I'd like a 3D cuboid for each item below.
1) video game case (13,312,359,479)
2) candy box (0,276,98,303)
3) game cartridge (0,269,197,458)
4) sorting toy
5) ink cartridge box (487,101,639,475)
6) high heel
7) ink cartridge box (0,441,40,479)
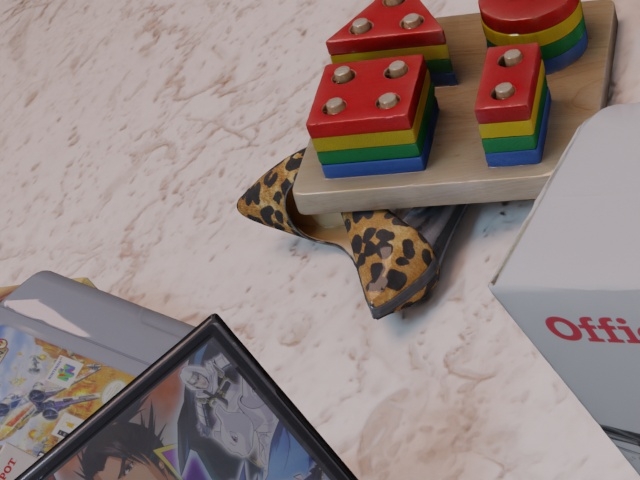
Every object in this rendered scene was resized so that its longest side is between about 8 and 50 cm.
[{"bbox_3d":[-0.097,0.231,1.171,0.275,0.248,0.035,-40,2,2],"label":"video game case"},{"bbox_3d":[-0.333,0.185,1.661,0.183,0.087,0.316,-8,43,45],"label":"candy box"},{"bbox_3d":[-0.258,0.166,1.535,0.198,0.062,0.297,22,59,13],"label":"game cartridge"},{"bbox_3d":[0.116,-0.145,1.490,0.257,0.089,0.255,-4,40,19],"label":"sorting toy"},{"bbox_3d":[0.268,0.075,0.878,0.223,0.307,0.129,-2,47,49],"label":"ink cartridge box"},{"bbox_3d":[0.000,0.000,1.509,0.261,0.093,0.186,-4,39,35],"label":"high heel"},{"bbox_3d":[-0.227,0.244,1.409,0.099,0.135,0.056,-60,-7,-31],"label":"ink cartridge box"}]
